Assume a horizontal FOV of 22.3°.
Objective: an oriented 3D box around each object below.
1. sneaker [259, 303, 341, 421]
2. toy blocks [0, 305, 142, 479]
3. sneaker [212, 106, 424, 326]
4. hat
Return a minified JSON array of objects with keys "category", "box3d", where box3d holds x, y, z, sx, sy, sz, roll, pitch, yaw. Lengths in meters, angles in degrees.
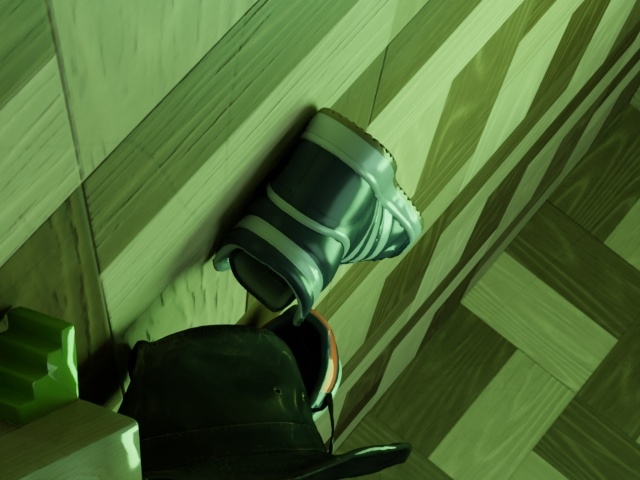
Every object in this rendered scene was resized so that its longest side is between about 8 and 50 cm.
[{"category":"sneaker","box3d":[-0.103,0.199,1.601,0.350,0.131,0.148,-53,165,-27]},{"category":"toy blocks","box3d":[-0.219,0.261,0.902,0.261,0.191,0.381,-23,119,-46]},{"category":"sneaker","box3d":[0.000,0.000,1.354,0.153,0.099,0.282,-55,164,-7]},{"category":"hat","box3d":[-0.087,0.138,1.277,0.331,0.134,0.331,-7,170,-1]}]
